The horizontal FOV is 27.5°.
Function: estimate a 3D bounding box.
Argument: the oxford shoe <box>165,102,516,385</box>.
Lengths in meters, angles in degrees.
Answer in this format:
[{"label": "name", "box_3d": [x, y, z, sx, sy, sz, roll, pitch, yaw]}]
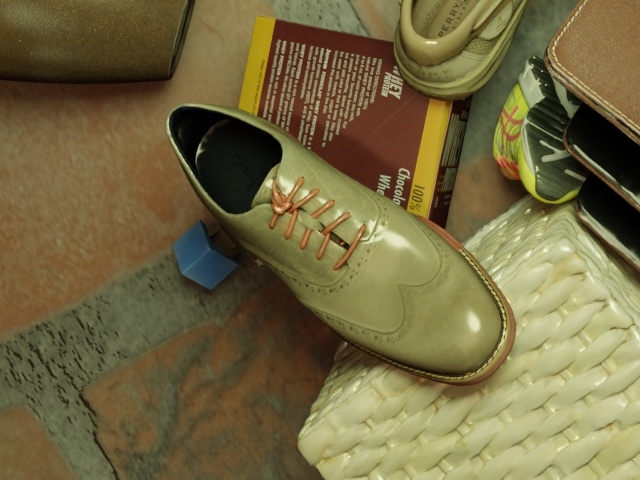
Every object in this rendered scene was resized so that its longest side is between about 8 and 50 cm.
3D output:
[{"label": "oxford shoe", "box_3d": [0.000, 0.000, 1.056, 0.348, 0.130, 0.123, 34, 93, 29]}]

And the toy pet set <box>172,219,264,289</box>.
[{"label": "toy pet set", "box_3d": [-0.097, -0.015, 1.331, 0.114, 0.065, 0.122, -41, 90, 20]}]

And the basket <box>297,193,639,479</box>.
[{"label": "basket", "box_3d": [0.200, 0.165, 1.188, 0.331, 0.266, 0.328, -39, 91, 22]}]

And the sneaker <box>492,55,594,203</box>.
[{"label": "sneaker", "box_3d": [0.196, -0.080, 1.173, 0.081, 0.208, 0.094, 28, 121, -9]}]

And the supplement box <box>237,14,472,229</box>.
[{"label": "supplement box", "box_3d": [0.029, -0.094, 1.229, 0.194, 0.129, 0.191, 13, 96, 13]}]

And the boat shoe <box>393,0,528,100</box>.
[{"label": "boat shoe", "box_3d": [0.159, -0.285, 1.110, 0.121, 0.110, 0.341, 19, 77, 14]}]

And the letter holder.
[{"label": "letter holder", "box_3d": [0.319, -0.141, 1.061, 0.214, 0.152, 0.302, 42, 68, 12]}]

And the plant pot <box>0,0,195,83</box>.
[{"label": "plant pot", "box_3d": [-0.242, -0.236, 1.260, 0.230, 0.215, 0.215, 16, 107, -3]}]
